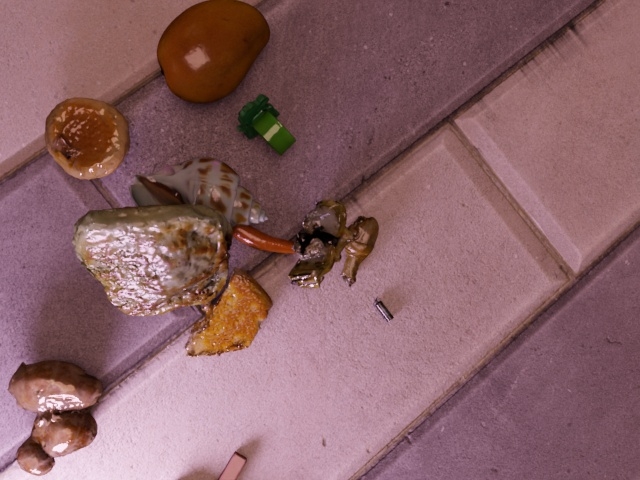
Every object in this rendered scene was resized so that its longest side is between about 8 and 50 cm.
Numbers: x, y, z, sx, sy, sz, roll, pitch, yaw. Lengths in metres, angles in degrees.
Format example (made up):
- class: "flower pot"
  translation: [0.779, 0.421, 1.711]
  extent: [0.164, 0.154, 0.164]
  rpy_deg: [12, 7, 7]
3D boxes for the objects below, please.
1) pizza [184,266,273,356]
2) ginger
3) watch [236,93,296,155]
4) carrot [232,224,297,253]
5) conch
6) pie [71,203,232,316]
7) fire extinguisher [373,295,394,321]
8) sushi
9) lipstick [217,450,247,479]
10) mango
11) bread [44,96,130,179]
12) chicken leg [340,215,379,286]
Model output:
- class: "pizza"
  translation: [-0.273, 0.238, 1.822]
  extent: [0.189, 0.071, 0.297]
  rpy_deg: [37, 83, -15]
- class: "ginger"
  translation: [-0.714, 0.475, 1.682]
  extent: [0.245, 0.155, 0.303]
  rpy_deg: [-3, 84, -11]
- class: "watch"
  translation: [-0.157, -0.328, 1.853]
  extent: [0.131, 0.165, 0.152]
  rpy_deg: [-42, 73, 1]
- class: "carrot"
  translation: [-0.161, 0.003, 1.873]
  extent: [0.271, 0.066, 0.062]
  rpy_deg: [23, 116, -8]
- class: "conch"
  translation: [-0.340, -0.118, 1.763]
  extent: [0.368, 0.197, 0.249]
  rpy_deg: [5, 47, 21]
- class: "pie"
  translation: [-0.422, 0.035, 1.633]
  extent: [0.395, 0.418, 0.180]
  rpy_deg: [-14, 58, -5]
- class: "fire extinguisher"
  translation: [0.189, 0.214, 1.921]
  extent: [0.038, 0.025, 0.083]
  rpy_deg: [-36, 91, 12]
- class: "sushi"
  translation: [0.004, 0.004, 1.832]
  extent: [0.131, 0.139, 0.290]
  rpy_deg: [50, 51, -39]
- class: "lipstick"
  translation: [-0.266, 0.684, 1.788]
  extent: [0.045, 0.045, 0.145]
  rpy_deg: [32, 80, -6]
- class: "mango"
  translation: [-0.313, -0.569, 1.831]
  extent: [0.264, 0.221, 0.378]
  rpy_deg: [45, 69, 3]
- class: "bread"
  translation: [-0.662, -0.286, 1.785]
  extent: [0.245, 0.134, 0.244]
  rpy_deg: [1, 84, -6]
- class: "chicken leg"
  translation: [0.106, 0.026, 1.903]
  extent: [0.103, 0.088, 0.227]
  rpy_deg: [26, 87, -16]
